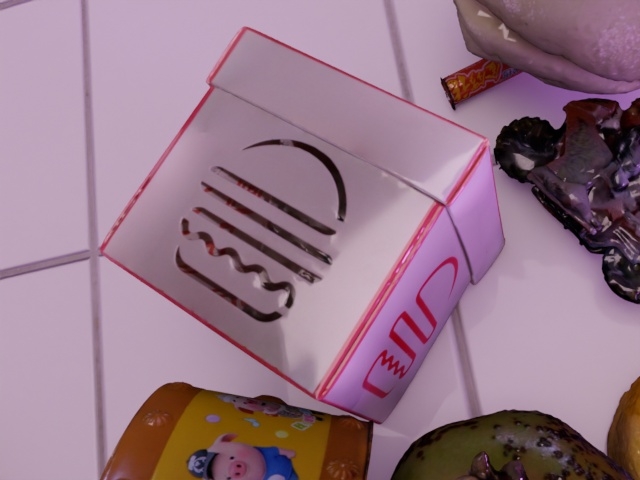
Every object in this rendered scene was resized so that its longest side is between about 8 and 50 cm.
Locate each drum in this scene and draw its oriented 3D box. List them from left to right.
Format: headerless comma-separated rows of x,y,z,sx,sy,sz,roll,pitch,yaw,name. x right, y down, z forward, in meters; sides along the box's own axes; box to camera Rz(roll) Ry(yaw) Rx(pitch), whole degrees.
-0.091,0.356,0.717,0.214,0.431,0.431,12,75,5,drum

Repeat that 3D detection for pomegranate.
0.186,0.287,0.721,0.285,0.340,0.285,-7,62,13,pomegranate

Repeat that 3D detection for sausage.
0.238,-0.231,1.042,0.145,0.048,0.050,-25,72,3,sausage

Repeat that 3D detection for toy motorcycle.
0.395,-0.034,0.890,0.207,0.134,0.401,-39,66,7,toy motorcycle

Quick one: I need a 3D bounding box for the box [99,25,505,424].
0.000,0.000,0.884,0.314,0.312,0.300,30,83,23,box

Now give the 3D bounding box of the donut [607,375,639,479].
0.456,0.241,0.787,0.303,0.110,0.302,-6,67,14,donut

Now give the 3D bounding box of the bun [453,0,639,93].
0.315,-0.297,0.919,0.365,0.219,0.365,6,41,-6,bun
